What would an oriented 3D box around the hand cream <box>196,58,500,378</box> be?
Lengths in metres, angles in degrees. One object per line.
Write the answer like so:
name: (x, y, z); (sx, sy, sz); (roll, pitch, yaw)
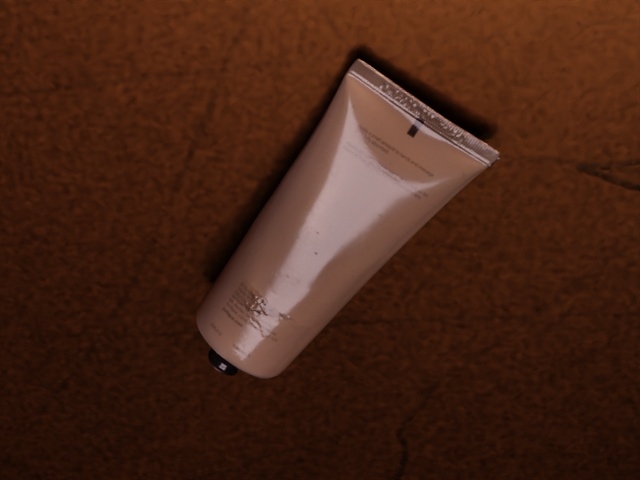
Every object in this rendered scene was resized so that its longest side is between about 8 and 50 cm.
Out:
hand cream: (0.000, 0.000, 0.960); (0.087, 0.054, 0.186); (33, 115, -13)
